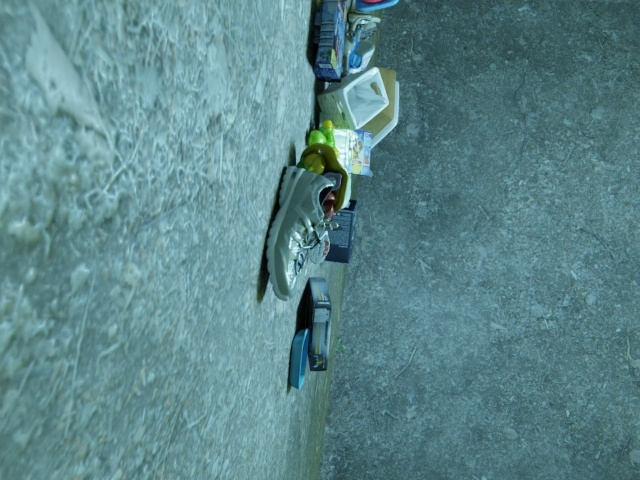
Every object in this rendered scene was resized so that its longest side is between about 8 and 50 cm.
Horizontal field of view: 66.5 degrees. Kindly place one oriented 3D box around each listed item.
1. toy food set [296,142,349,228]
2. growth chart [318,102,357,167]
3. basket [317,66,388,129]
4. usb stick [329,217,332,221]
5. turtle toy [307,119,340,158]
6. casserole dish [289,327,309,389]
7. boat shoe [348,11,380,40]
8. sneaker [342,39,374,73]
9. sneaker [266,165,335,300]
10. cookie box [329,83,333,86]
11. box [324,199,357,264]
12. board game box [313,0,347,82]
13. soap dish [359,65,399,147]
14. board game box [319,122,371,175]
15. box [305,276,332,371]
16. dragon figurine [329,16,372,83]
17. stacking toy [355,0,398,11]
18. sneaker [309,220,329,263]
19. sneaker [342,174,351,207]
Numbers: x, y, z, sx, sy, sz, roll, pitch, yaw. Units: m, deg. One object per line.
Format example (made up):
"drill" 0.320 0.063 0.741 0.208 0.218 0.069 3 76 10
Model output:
"toy food set" -0.013 -0.107 1.102 0.071 0.128 0.218 -44 151 -45
"growth chart" 0.043 -0.279 1.360 0.172 0.021 0.237 2 95 -47
"basket" 0.086 -0.375 1.303 0.167 0.103 0.113 -43 122 -34
"usb stick" 0.037 -0.183 1.652 0.077 0.045 0.278 97 2 -74
"turtle toy" 0.006 -0.255 1.250 0.130 0.066 0.095 -14 93 -79
"casserole dish" -0.063 0.346 1.435 0.114 0.037 0.189 -59 156 -73
"boat shoe" 0.153 -0.774 1.773 0.285 0.102 0.092 -59 160 -64
"sneaker" 0.101 -0.556 1.625 0.282 0.102 0.161 -63 166 -44
"sneaker" -0.036 -0.017 0.973 0.105 0.115 0.281 72 27 -73
"cookie box" 0.038 -0.404 1.455 0.107 0.040 0.092 -73 168 -50
"box" 0.070 -0.038 1.799 0.153 0.108 0.207 -64 161 -68
"board game box" 0.021 -0.497 1.162 0.194 0.060 0.194 -28 124 -81
"soap dish" 0.156 -0.441 1.668 0.229 0.118 0.291 -39 -150 40
"board game box" 0.074 -0.265 1.436 0.201 0.035 0.136 -1 97 -47
"box" -0.009 0.255 1.511 0.183 0.056 0.231 -107 -160 -65
"dragon figurine" 0.082 -0.564 1.445 0.289 0.085 0.144 -68 166 -47
"stacking toy" 0.164 -0.933 1.612 0.302 0.165 0.175 52 37 -59
"sneaker" 0.000 0.000 1.504 0.065 0.061 0.158 94 5 -75
"sneaker" 0.052 -0.232 1.513 0.151 0.094 0.256 96 -4 -57
